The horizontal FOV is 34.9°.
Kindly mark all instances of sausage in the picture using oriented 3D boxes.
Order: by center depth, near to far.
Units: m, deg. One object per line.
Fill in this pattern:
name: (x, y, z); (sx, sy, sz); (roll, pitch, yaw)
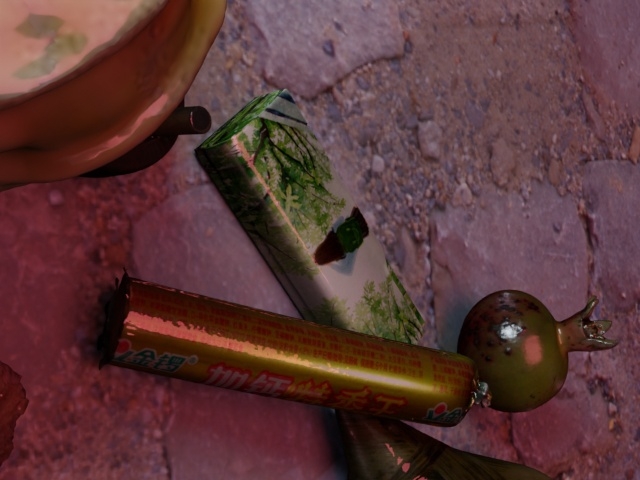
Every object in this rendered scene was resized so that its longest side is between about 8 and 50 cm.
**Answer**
sausage: (-0.004, 0.105, 0.867); (0.372, 0.082, 0.082); (16, 74, -26)

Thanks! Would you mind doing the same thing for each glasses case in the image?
glasses case: (0.000, 0.000, 0.938); (0.095, 0.062, 0.272); (-47, 114, -34)

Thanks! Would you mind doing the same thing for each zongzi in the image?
zongzi: (0.120, 0.216, 0.990); (0.221, 0.112, 0.242); (-18, 85, -43)

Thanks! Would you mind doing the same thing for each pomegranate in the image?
pomegranate: (0.212, 0.106, 1.044); (0.129, 0.159, 0.129); (26, 44, -28)

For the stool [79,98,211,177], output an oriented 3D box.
stool: (-0.179, -0.123, 0.768); (0.217, 0.121, 0.125); (27, 69, -40)

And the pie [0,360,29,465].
pie: (-0.259, 0.173, 0.648); (0.204, 0.054, 0.218); (-2, 103, -64)

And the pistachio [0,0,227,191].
pistachio: (-0.251, -0.216, 0.574); (0.365, 0.281, 0.445); (-34, 74, -14)
